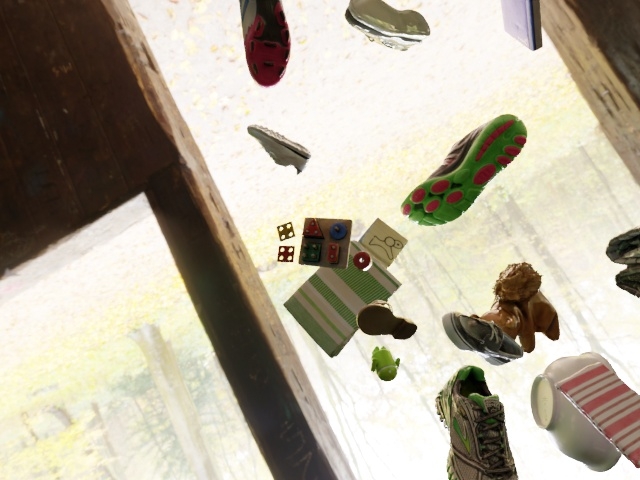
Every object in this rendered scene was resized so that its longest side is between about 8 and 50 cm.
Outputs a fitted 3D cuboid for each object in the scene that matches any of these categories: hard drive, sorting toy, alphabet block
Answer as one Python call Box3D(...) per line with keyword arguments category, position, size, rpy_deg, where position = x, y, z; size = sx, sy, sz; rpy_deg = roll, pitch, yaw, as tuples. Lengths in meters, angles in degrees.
Box3D(category="hard drive", position=(0.633, -0.795, 1.295), size=(0.040, 0.210, 0.319), rpy_deg=(-25, 135, 13))
Box3D(category="sorting toy", position=(0.000, 0.000, 1.050), size=(0.274, 0.132, 0.046), rpy_deg=(4, 166, 17))
Box3D(category="alphabet block", position=(0.288, 0.038, 2.028), size=(0.192, 0.197, 0.193), rpy_deg=(-48, 173, -25))

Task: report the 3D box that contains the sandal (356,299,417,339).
Box3D(category="sandal", position=(0.154, 0.194, 1.039), size=(0.240, 0.079, 0.088), rpy_deg=(27, 106, -40))

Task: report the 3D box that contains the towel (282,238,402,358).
Box3D(category="towel", position=(0.069, 0.179, 1.298), size=(0.325, 0.248, 0.038), rpy_deg=(-46, 156, 1))

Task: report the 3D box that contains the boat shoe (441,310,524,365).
Box3D(category="boat shoe", position=(0.522, 0.299, 1.285), size=(0.335, 0.121, 0.119), rpy_deg=(29, 136, -29))

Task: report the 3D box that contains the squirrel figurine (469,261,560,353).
Box3D(category="squirrel figurine", position=(0.786, 0.278, 1.689), size=(0.370, 0.397, 0.281), rpy_deg=(-5, -173, -38))

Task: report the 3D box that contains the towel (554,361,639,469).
Box3D(category="towel", position=(0.614, 0.354, 0.842), size=(0.144, 0.197, 0.029), rpy_deg=(-13, 129, -19))

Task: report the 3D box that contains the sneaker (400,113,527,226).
Box3D(category="sneaker", position=(0.485, -0.226, 1.392), size=(0.483, 0.185, 0.202), rpy_deg=(-42, -173, 24))

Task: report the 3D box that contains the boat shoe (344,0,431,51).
Box3D(category="boat shoe", position=(0.176, -0.581, 1.105), size=(0.305, 0.109, 0.091), rpy_deg=(-11, 171, -38))

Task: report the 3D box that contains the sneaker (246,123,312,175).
Box3D(category="sneaker", position=(-0.145, -0.303, 1.343), size=(0.095, 0.235, 0.090), rpy_deg=(-55, -162, 26))

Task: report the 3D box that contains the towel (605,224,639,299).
Box3D(category="towel", position=(0.593, 0.002, 0.537), size=(0.235, 0.121, 0.283), rpy_deg=(-12, 174, -19))

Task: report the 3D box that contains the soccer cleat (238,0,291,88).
Box3D(category="soccer cleat", position=(-0.143, -0.546, 1.006), size=(0.116, 0.331, 0.143), rpy_deg=(-6, -168, -19))

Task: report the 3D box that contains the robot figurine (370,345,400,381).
Box3D(category="robot figurine", position=(0.197, 0.384, 1.248), size=(0.101, 0.115, 0.067), rpy_deg=(8, 130, -25))

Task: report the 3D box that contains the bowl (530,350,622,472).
Box3D(category="bowl", position=(0.654, 0.437, 1.073), size=(0.134, 0.298, 0.298), rpy_deg=(7, 174, 7))

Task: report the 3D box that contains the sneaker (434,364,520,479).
Box3D(category="sneaker", position=(0.331, 0.409, 0.847), size=(0.134, 0.146, 0.343), rpy_deg=(8, -151, -7))
